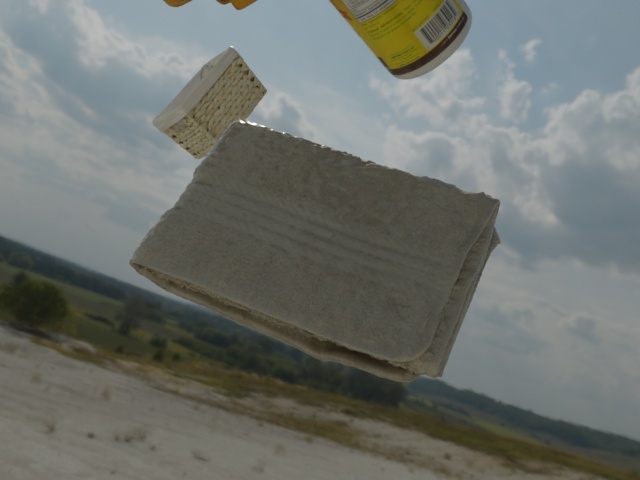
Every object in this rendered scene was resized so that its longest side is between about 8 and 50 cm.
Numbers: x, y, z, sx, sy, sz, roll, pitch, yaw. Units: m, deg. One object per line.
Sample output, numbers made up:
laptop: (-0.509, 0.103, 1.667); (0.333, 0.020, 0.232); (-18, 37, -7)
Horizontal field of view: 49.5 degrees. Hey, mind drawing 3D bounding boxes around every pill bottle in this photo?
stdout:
pill bottle: (0.065, -0.290, 0.768); (0.215, 0.117, 0.117); (43, -20, -28)

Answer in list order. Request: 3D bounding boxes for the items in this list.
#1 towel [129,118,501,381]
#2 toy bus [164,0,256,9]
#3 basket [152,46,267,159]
towel: (0.000, 0.000, 0.603); (0.282, 0.187, 0.049); (21, -30, 18)
toy bus: (-0.179, -0.382, 0.806); (0.130, 0.108, 0.333); (-27, -17, 7)
basket: (-0.187, -0.233, 1.202); (0.103, 0.167, 0.113); (46, -30, -22)
